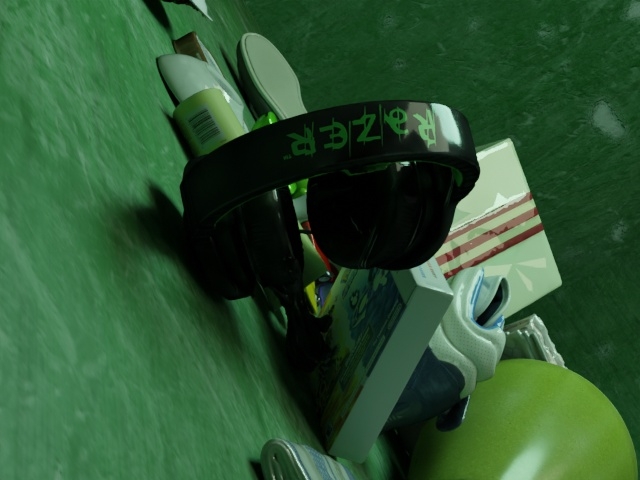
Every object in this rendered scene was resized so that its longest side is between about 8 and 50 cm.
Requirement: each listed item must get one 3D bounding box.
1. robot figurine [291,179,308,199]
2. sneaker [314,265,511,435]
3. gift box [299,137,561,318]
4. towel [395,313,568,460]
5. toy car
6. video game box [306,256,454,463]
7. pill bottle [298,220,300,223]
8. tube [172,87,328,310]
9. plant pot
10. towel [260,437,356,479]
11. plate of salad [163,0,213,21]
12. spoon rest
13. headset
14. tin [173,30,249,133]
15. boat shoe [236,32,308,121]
[{"bbox_3d":[-0.035,-0.106,1.996,0.115,0.067,0.101,56,35,-46],"label":"robot figurine"},{"bbox_3d":[0.113,0.100,1.450,0.130,0.236,0.323,60,6,-20],"label":"sneaker"},{"bbox_3d":[0.124,0.003,1.667,0.255,0.258,0.276,-21,-86,52],"label":"gift box"},{"bbox_3d":[0.244,0.293,1.654,0.053,0.317,0.332,-24,85,-42],"label":"towel"},{"bbox_3d":[-0.045,-0.035,1.423,0.239,0.053,0.225,-64,138,-79],"label":"toy car"},{"bbox_3d":[0.050,0.085,1.239,0.048,0.205,0.187,19,23,-17],"label":"video game box"},{"bbox_3d":[0.105,-0.051,1.906,0.162,0.278,0.162,61,6,-11],"label":"pill bottle"},{"bbox_3d":[-0.078,-0.048,1.316,0.240,0.062,0.070,60,-10,13],"label":"tube"},{"bbox_3d":[0.205,0.299,1.421,0.274,0.275,0.293,62,22,5],"label":"plant pot"},{"bbox_3d":[0.033,0.264,0.992,0.209,0.034,0.285,61,3,18],"label":"towel"},{"bbox_3d":[-0.220,-0.360,1.654,0.200,0.048,0.200,46,4,-4],"label":"plate of salad"},{"bbox_3d":[-0.103,-0.118,1.493,0.276,0.084,0.137,44,11,-25],"label":"spoon rest"},{"bbox_3d":[0.000,0.000,1.088,0.394,0.243,0.185,127,-48,-71],"label":"headset"},{"bbox_3d":[-0.144,-0.199,1.644,0.106,0.040,0.189,45,17,-57],"label":"tin"},{"bbox_3d":[-0.071,-0.209,2.172,0.112,0.095,0.335,-14,68,-47],"label":"boat shoe"}]
